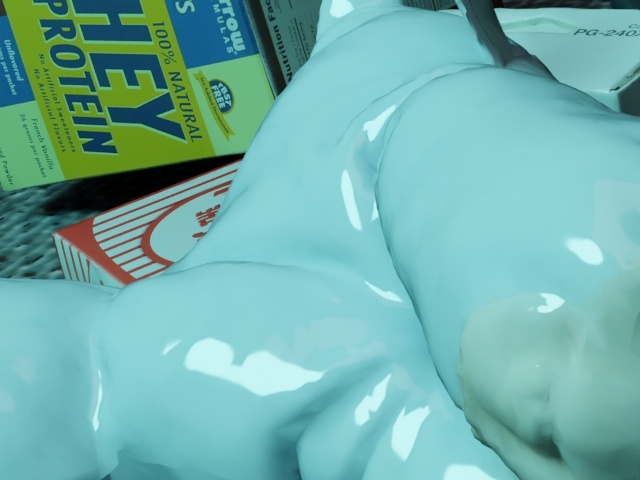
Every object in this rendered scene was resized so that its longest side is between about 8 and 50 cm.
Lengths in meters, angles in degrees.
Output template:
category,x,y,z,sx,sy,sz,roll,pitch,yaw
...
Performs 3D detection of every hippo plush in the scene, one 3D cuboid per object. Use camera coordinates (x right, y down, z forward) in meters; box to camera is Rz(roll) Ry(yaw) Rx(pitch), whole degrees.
category,x,y,z,sx,sy,sz,roll,pitch,yaw
hippo plush,-0.022,0.056,0.443,0.236,0.294,0.234,-23,2,-4

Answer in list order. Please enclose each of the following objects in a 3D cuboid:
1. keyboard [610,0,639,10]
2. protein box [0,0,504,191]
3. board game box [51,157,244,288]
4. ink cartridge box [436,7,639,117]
category,x,y,z,sx,sy,sz,roll,pitch,yaw
keyboard,0.144,-0.037,0.622,0.033,0.202,0.317,-17,23,-1
protein box,-0.050,-0.129,0.966,0.199,0.136,0.201,-7,16,40
board game box,0.000,0.000,0.817,0.193,0.045,0.147,-23,24,-21
ink cartridge box,0.075,0.003,0.633,0.109,0.150,0.063,5,29,37
